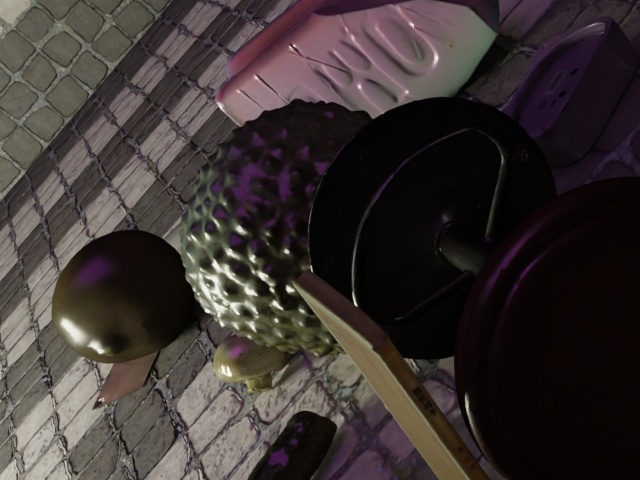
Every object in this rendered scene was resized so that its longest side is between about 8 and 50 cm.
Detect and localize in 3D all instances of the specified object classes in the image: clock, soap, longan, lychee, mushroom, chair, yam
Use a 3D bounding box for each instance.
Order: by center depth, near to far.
[{"bbox_3d":[0.153,0.038,0.894,0.226,0.226,0.401,-50,23,0],"label":"chair"},{"bbox_3d":[-0.069,0.271,1.160,0.061,0.061,0.274,-12,42,57],"label":"yam"},{"bbox_3d":[0.000,0.000,1.219,0.255,0.255,0.274,-51,51,-3],"label":"lychee"},{"bbox_3d":[0.235,-0.139,1.254,0.153,0.050,0.110,-57,23,-19],"label":"clock"},{"bbox_3d":[-0.073,0.129,1.381,0.083,0.083,0.067,-24,75,47],"label":"mushroom"},{"bbox_3d":[0.054,-0.217,1.537,0.324,0.193,0.109,-34,28,31],"label":"soap"},{"bbox_3d":[-0.255,0.073,1.683,0.189,0.189,0.189,-40,24,22],"label":"longan"}]

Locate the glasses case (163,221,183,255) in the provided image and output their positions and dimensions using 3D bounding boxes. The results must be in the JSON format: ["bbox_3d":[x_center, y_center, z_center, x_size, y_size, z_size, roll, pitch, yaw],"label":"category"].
[{"bbox_3d":[-0.183,0.002,1.819,0.193,0.049,0.074,-42,23,21],"label":"glasses case"}]

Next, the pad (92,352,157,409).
[{"bbox_3d":[-0.242,0.144,1.760,0.113,0.006,0.188,-27,31,40],"label":"pad"}]

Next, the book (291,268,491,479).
[{"bbox_3d":[0.076,0.132,0.868,0.018,0.242,0.170,-38,21,-7],"label":"book"}]
